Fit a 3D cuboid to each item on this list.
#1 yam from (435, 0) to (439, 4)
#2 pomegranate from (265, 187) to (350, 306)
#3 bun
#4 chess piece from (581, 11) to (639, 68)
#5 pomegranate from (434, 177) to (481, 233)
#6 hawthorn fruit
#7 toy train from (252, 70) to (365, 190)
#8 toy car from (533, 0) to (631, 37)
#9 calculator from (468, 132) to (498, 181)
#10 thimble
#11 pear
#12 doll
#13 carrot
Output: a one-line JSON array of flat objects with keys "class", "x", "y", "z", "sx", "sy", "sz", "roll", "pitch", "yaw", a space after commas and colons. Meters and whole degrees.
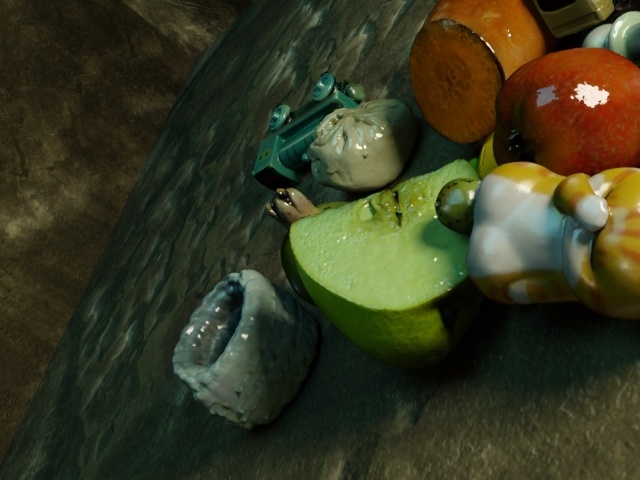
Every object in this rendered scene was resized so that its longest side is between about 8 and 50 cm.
[{"class": "yam", "x": 0.284, "y": -0.422, "z": 1.436, "sx": 0.106, "sy": 0.106, "sz": 0.259, "roll": -53, "pitch": 25, "yaw": 0}, {"class": "pomegranate", "x": 0.009, "y": 0.010, "z": 1.238, "sx": 0.179, "sy": 0.210, "sz": 0.179, "roll": -14, "pitch": 58, "yaw": 24}, {"class": "bun", "x": 0.070, "y": -0.185, "z": 1.456, "sx": 0.229, "sy": 0.145, "sz": 0.229, "roll": -44, "pitch": 25, "yaw": 26}, {"class": "chess piece", "x": 0.417, "y": -0.258, "z": 1.001, "sx": 0.139, "sy": 0.139, "sz": 0.272, "roll": -56, "pitch": 14, "yaw": -7}, {"class": "pomegranate", "x": 0.179, "y": -0.040, "z": 0.937, "sx": 0.073, "sy": 0.085, "sz": 0.073, "roll": -20, "pitch": 62, "yaw": 43}, {"class": "hawthorn fruit", "x": 0.330, "y": -0.148, "z": 0.954, "sx": 0.226, "sy": 0.196, "sz": 0.196, "roll": -25, "pitch": 22, "yaw": -12}, {"class": "toy train", "x": -0.022, "y": -0.239, "z": 1.718, "sx": 0.298, "sy": 0.120, "sz": 0.194, "roll": -25, "pitch": 44, "yaw": 45}, {"class": "toy car", "x": 0.413, "y": -0.410, "z": 1.123, "sx": 0.256, "sy": 0.124, "sz": 0.101, "roll": -48, "pitch": 19, "yaw": -22}, {"class": "calculator", "x": 0.295, "y": -0.139, "z": 1.134, "sx": 0.235, "sy": 0.032, "sz": 0.146, "roll": -29, "pitch": 34, "yaw": 44}, {"class": "thimble", "x": -0.126, "y": 0.178, "z": 1.284, "sx": 0.205, "sy": 0.172, "sz": 0.250, "roll": -22, "pitch": 38, "yaw": 45}, {"class": "pear", "x": 0.121, "y": 0.051, "z": 1.027, "sx": 0.292, "sy": 0.159, "sz": 0.292, "roll": -13, "pitch": 43, "yaw": 12}, {"class": "doll", "x": 0.277, "y": 0.002, "z": 0.822, "sx": 0.270, "sy": 0.162, "sz": 0.166, "roll": 9, "pitch": 92, "yaw": 58}, {"class": "carrot", "x": 0.274, "y": -0.338, "z": 1.216, "sx": 0.193, "sy": 0.214, "sz": 0.331, "roll": 14, "pitch": 54, "yaw": 49}]
